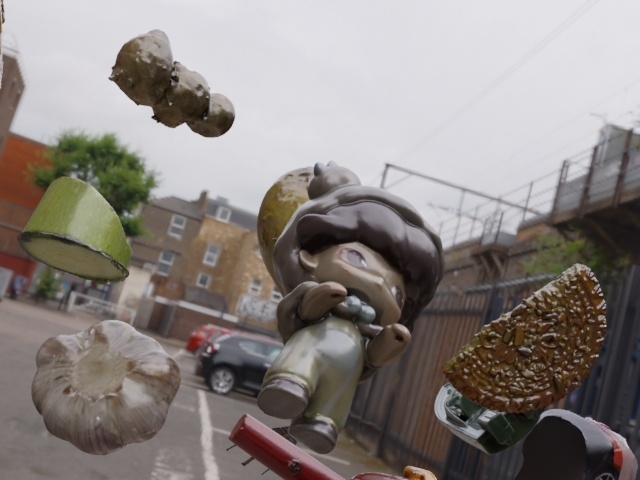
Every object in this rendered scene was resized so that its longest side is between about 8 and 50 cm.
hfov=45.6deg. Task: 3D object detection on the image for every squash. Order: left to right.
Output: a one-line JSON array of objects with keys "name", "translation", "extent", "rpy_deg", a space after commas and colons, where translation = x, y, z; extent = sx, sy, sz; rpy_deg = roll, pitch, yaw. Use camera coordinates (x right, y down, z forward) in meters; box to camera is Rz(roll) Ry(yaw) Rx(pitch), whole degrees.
[{"name": "squash", "translation": [-0.464, -0.004, 1.486], "extent": [0.220, 0.133, 0.220], "rpy_deg": [13, -31, 8]}]

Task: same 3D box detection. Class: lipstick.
[{"name": "lipstick", "translation": [-0.053, 0.448, 1.516], "extent": [0.279, 0.073, 0.073], "rpy_deg": [36, -13, -8]}]

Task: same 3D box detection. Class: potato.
[{"name": "potato", "translation": [0.000, 0.000, 1.317], "extent": [0.229, 0.266, 0.229], "rpy_deg": [-27, -1, -1]}]

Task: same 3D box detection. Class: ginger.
[{"name": "ginger", "translation": [-0.191, -0.201, 1.036], "extent": [0.080, 0.104, 0.204], "rpy_deg": [10, -19, 38]}]

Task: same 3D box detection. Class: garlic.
[{"name": "garlic", "translation": [-0.231, 0.161, 0.830], "extent": [0.159, 0.147, 0.102], "rpy_deg": [3, -35, 2]}]

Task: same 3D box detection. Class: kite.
[{"name": "kite", "translation": [-0.102, 0.443, 1.636], "extent": [0.183, 0.160, 0.010], "rpy_deg": [53, 6, -45]}]

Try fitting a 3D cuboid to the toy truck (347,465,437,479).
[{"name": "toy truck", "translation": [0.144, 0.325, 0.793], "extent": [0.270, 0.114, 0.135], "rpy_deg": [9, 34, 9]}]

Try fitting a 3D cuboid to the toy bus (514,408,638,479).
[{"name": "toy bus", "translation": [0.332, 0.391, 1.058], "extent": [0.147, 0.303, 0.127], "rpy_deg": [19, 2, -38]}]

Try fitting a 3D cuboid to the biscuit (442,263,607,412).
[{"name": "biscuit", "translation": [0.249, 0.127, 0.869], "extent": [0.126, 0.206, 0.025], "rpy_deg": [52, 1, -6]}]

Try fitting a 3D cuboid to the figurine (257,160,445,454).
[{"name": "figurine", "translation": [0.031, 0.079, 0.960], "extent": [0.248, 0.381, 0.203], "rpy_deg": [38, -47, -14]}]

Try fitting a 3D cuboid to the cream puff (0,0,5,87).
[{"name": "cream puff", "translation": [-0.420, -0.216, 0.798], "extent": [0.163, 0.240, 0.240], "rpy_deg": [-1, -4, -18]}]

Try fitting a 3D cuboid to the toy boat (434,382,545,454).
[{"name": "toy boat", "translation": [0.281, 0.291, 1.367], "extent": [0.092, 0.141, 0.319], "rpy_deg": [52, -11, -5]}]
